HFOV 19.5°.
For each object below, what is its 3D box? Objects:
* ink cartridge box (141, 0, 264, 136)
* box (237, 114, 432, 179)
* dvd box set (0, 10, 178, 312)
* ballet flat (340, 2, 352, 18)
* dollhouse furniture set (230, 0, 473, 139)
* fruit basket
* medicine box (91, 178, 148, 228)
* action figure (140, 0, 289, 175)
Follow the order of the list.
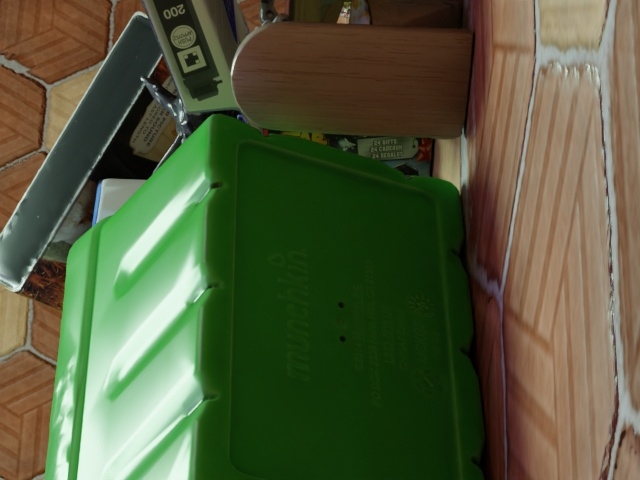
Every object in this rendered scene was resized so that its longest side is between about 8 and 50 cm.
[{"bbox_3d":[-0.090,-0.175,1.244,0.206,0.045,0.208,-99,-11,-59],"label":"ink cartridge box"},{"bbox_3d":[0.007,-0.037,1.298,0.027,0.137,0.094,-98,11,-74],"label":"box"},{"bbox_3d":[-0.156,-0.034,2.004,0.307,0.062,0.420,-58,-28,-1],"label":"dvd box set"},{"bbox_3d":[0.021,-0.247,1.703,0.241,0.077,0.091,-139,50,-86],"label":"ballet flat"},{"bbox_3d":[-0.035,-0.308,1.206,0.362,0.256,0.394,-94,8,-64],"label":"dollhouse furniture set"},{"bbox_3d":[-0.037,0.166,1.133,0.392,0.283,0.392,-164,90,-74],"label":"fruit basket"},{"bbox_3d":[-0.097,0.096,1.856,0.149,0.263,0.289,-93,6,-52],"label":"medicine box"},{"bbox_3d":[-0.057,-0.168,1.520,0.275,0.164,0.141,-56,-27,-6],"label":"action figure"}]
